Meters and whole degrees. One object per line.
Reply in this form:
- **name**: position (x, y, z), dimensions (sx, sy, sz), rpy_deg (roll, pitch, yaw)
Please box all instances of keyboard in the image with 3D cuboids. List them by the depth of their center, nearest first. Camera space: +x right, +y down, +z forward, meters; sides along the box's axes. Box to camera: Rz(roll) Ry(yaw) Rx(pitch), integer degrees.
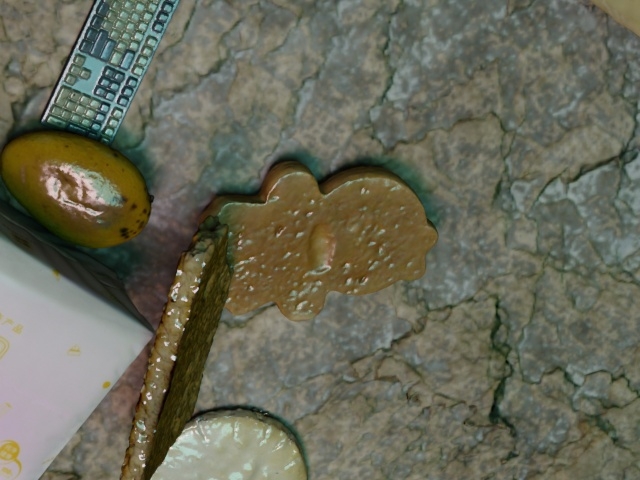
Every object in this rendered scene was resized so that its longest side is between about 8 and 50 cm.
- **keyboard**: position (-0.136, -0.150, 1.083), dimensions (0.055, 0.014, 0.176), rpy_deg (22, 105, -23)

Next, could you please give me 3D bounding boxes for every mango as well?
- **mango**: position (-0.173, -0.037, 1.097), dimensions (0.114, 0.057, 0.079), rpy_deg (26, 121, -15)

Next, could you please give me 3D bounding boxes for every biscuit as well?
- **biscuit**: position (-0.097, 0.070, 1.115), dimensions (0.026, 0.131, 0.237), rpy_deg (20, 123, 4)
- **biscuit**: position (-0.004, -0.004, 1.185), dimensions (0.184, 0.027, 0.133), rpy_deg (-21, 119, -6)
- **biscuit**: position (-0.079, 0.203, 1.260), dimensions (0.152, 0.020, 0.152), rpy_deg (-7, 116, -15)

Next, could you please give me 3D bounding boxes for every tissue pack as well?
- **tissue pack**: position (-0.265, 0.058, 1.069), dimensions (0.225, 0.124, 0.185), rpy_deg (36, 95, -30)

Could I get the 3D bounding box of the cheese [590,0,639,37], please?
- **cheese**: position (0.339, -0.165, 1.107), dimensions (0.384, 0.384, 0.104), rpy_deg (12, 116, -24)
